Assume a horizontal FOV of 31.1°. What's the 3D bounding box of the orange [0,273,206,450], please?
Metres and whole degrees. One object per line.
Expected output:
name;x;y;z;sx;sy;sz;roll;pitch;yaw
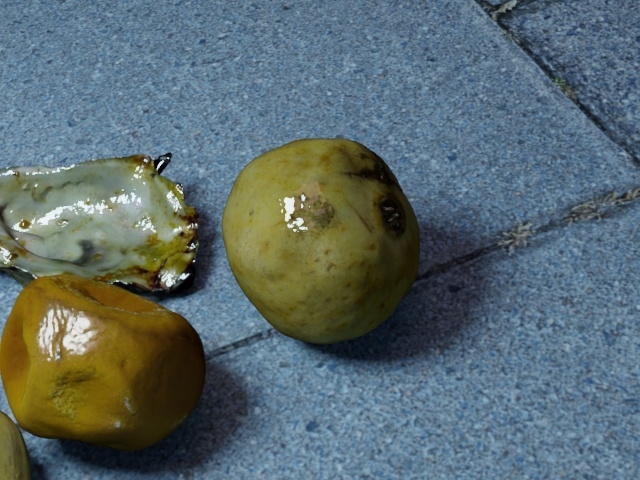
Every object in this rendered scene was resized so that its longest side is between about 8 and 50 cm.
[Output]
orange;-0.252;0.151;1.336;0.249;0.183;0.249;19;4;-2

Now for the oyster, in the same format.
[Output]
oyster;-0.341;0.001;1.557;0.361;0.096;0.221;-7;51;-3

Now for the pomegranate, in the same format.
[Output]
pomegranate;0.000;0.000;1.414;0.261;0.260;0.260;-2;45;2

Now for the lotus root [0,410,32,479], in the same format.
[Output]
lotus root;-0.384;0.297;1.234;0.146;0.131;0.303;-23;42;15
